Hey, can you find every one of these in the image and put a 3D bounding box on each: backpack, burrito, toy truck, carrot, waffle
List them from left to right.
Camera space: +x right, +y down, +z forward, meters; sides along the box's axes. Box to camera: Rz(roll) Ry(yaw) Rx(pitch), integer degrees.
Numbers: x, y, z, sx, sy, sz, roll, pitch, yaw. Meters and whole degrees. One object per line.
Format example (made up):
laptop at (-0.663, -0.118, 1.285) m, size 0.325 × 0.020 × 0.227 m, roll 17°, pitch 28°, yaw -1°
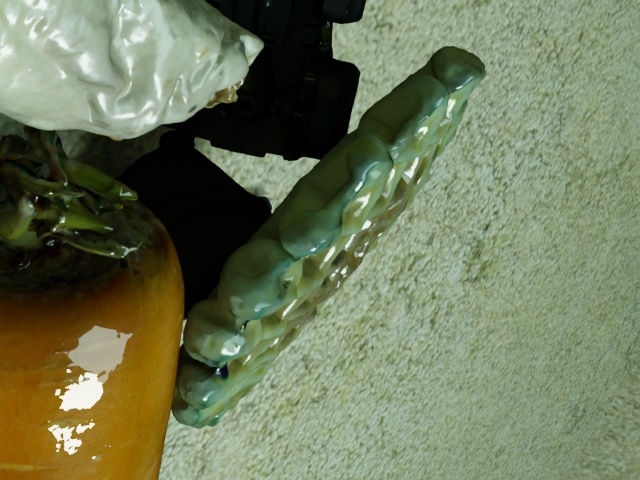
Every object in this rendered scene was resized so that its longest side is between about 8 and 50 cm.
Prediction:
burrito at (-0.178, -0.131, 1.049) m, size 0.392 × 0.076 × 0.117 m, roll 23°, pitch 102°, yaw -50°
carrot at (-0.186, 0.055, 1.226) m, size 0.193 × 0.214 × 0.331 m, roll -63°, pitch 171°, yaw -51°
backpack at (-0.124, 0.010, 1.412) m, size 0.165 × 0.120 × 0.106 m, roll -35°, pitch 149°, yaw -20°
toy truck at (-0.036, -0.171, 1.381) m, size 0.165 × 0.147 × 0.224 m, roll -77°, pitch 179°, yaw -54°
waffle at (0.000, 0.000, 1.356) m, size 0.309 × 0.056 × 0.292 m, roll -47°, pitch 173°, yaw -16°

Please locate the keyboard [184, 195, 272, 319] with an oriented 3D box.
keyboard at (-0.120, 0.031, 1.576) m, size 0.262 × 0.016 × 0.106 m, roll -25°, pitch 139°, yaw -57°
